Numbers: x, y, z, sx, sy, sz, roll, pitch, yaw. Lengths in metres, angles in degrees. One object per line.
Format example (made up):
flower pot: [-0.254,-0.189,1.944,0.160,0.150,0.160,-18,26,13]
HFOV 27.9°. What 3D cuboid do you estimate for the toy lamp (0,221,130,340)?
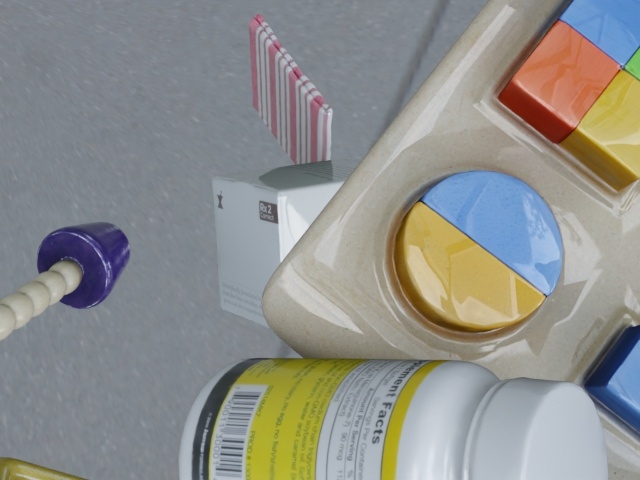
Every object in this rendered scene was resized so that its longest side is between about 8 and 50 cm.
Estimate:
toy lamp: [-0.245,0.050,1.073,0.080,0.274,0.080,7,112,19]

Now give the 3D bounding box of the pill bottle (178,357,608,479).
pill bottle: [0.037,0.123,0.690,0.119,0.208,0.119,5,84,-55]

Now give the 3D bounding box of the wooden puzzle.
wooden puzzle: [0.188,0.004,0.755,0.322,0.080,0.348,38,87,1]

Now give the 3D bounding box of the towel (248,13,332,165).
towel: [-0.032,-0.161,1.536,0.029,0.197,0.144,-22,144,-18]

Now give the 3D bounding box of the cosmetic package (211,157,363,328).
cosmetic package: [0.000,0.000,1.371,0.183,0.151,0.151,-10,103,-29]

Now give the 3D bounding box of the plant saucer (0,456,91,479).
plant saucer: [-0.144,0.283,0.927,0.333,0.333,0.081,20,111,-16]
